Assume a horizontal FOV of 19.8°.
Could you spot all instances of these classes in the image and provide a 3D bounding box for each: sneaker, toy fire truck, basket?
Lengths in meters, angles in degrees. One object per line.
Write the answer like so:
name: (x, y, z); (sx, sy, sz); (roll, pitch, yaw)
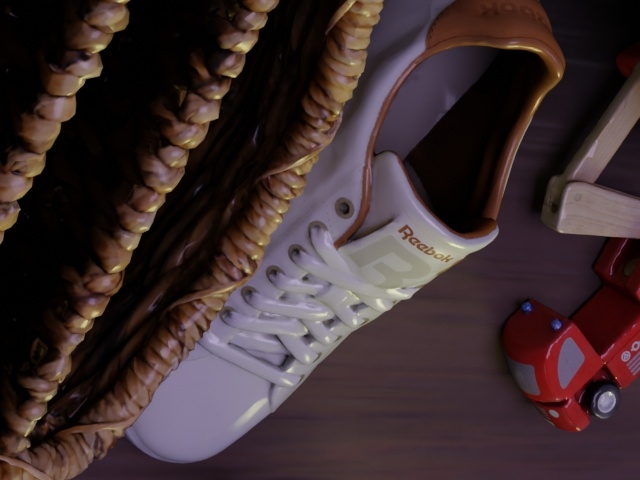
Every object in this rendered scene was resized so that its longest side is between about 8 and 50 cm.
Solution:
sneaker: (0.000, 0.000, 0.820); (0.106, 0.123, 0.290); (25, 108, -30)
toy fire truck: (0.159, -0.007, 0.967); (0.192, 0.047, 0.135); (-43, 120, -9)
basket: (-0.091, -0.039, 0.689); (0.213, 0.223, 0.299); (24, 106, -29)
